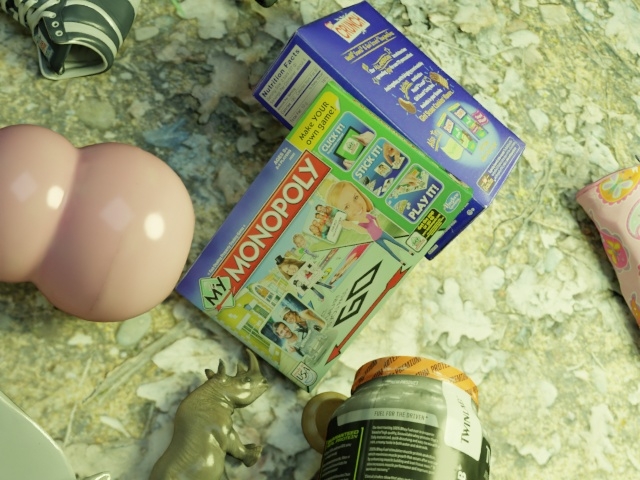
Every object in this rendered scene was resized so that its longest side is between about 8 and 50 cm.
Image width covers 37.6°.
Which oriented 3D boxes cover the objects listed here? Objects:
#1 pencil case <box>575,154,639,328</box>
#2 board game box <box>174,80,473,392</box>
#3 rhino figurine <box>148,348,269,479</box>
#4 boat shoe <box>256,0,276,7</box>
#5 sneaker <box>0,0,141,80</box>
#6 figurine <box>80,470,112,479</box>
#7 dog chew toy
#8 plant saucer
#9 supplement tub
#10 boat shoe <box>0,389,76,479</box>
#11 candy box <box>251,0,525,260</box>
[{"bbox_3d":[0.483,0.026,1.371,0.124,0.124,0.284,-13,71,-24],"label":"pencil case"},{"bbox_3d":[0.000,0.000,1.129,0.213,0.317,0.046,37,15,-1],"label":"board game box"},{"bbox_3d":[-0.123,0.230,1.085,0.106,0.073,0.243,27,59,-10],"label":"rhino figurine"},{"bbox_3d":[-0.183,-0.449,1.345,0.340,0.127,0.113,33,83,-6],"label":"boat shoe"},{"bbox_3d":[-0.384,-0.308,1.217,0.282,0.099,0.153,17,60,-15],"label":"sneaker"},{"bbox_3d":[-0.292,0.348,0.942,0.209,0.092,0.215,-5,89,-31],"label":"figurine"},{"bbox_3d":[-0.313,-0.034,1.043,0.332,0.206,0.206,19,62,-21],"label":"dog chew toy"},{"bbox_3d":[0.018,0.227,1.169,0.083,0.015,0.083,8,64,-16],"label":"plant saucer"},{"bbox_3d":[0.087,0.301,1.044,0.194,0.193,0.316,20,56,-11],"label":"supplement tub"},{"bbox_3d":[-0.359,0.206,0.999,0.096,0.088,0.267,-45,108,-17],"label":"boat shoe"},{"bbox_3d":[0.100,-0.159,1.254,0.317,0.122,0.268,44,31,1],"label":"candy box"}]
